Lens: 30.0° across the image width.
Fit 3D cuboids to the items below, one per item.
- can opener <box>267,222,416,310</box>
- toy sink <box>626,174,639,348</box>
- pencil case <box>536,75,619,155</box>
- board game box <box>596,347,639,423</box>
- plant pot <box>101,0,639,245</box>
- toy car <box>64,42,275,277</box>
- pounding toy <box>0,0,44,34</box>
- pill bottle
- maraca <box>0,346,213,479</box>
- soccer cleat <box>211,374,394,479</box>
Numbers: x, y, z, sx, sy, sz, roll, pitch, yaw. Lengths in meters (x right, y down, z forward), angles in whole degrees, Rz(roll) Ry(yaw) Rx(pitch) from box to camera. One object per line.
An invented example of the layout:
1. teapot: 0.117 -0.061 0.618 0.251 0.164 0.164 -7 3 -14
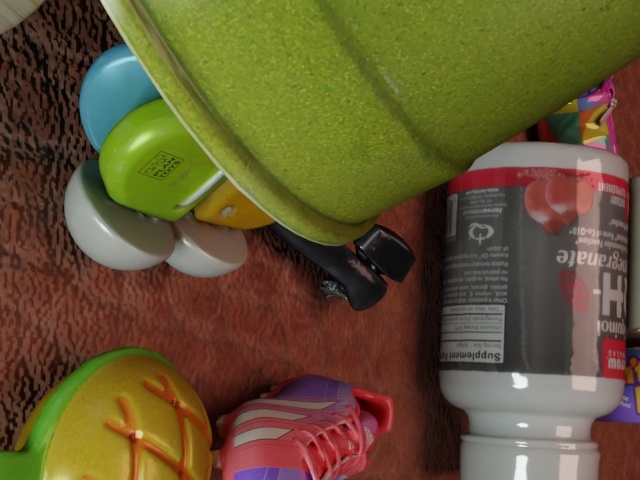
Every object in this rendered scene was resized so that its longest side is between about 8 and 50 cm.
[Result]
1. can opener: 0.000 0.000 0.928 0.186 0.059 0.073 32 89 -44
2. toy sink: 0.335 0.028 1.247 0.131 0.234 0.153 6 77 -23
3. pencil case: 0.311 -0.081 1.410 0.104 0.104 0.236 -43 127 -52
4. board game box: 0.395 0.162 1.301 0.233 0.347 0.078 14 77 -59
5. plant pot: 0.099 -0.229 0.552 0.366 0.352 0.367 54 23 -36
6. toy car: -0.076 -0.068 0.735 0.182 0.159 0.136 8 46 -60
7. pounding toy: -0.206 -0.196 0.566 0.269 0.155 0.154 20 101 -48
8. pill bottle: 0.204 0.076 1.146 0.176 0.176 0.319 15 76 -59
9. maraca: -0.126 0.133 0.660 0.185 0.099 0.127 -36 118 -54
10. soccer cleat: -0.008 0.139 0.801 0.248 0.095 0.083 -28 113 -80
